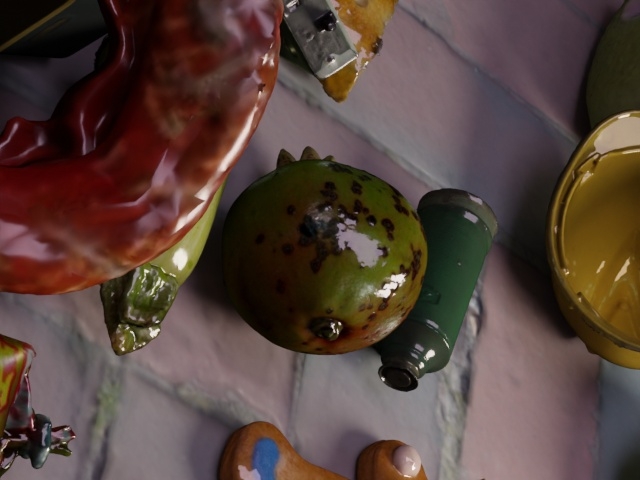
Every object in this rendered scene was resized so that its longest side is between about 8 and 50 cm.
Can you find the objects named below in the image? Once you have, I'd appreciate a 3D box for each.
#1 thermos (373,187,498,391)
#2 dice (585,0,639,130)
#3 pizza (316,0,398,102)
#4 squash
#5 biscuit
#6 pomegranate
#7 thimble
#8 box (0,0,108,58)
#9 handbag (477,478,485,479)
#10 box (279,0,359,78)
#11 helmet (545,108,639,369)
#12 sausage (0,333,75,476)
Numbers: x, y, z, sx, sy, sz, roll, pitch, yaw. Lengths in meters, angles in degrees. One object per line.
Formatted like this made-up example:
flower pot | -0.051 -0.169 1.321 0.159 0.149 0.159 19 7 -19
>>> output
thermos | 0.088 0.048 1.678 0.073 0.083 0.187 28 50 -5
dice | 0.428 -0.149 1.975 0.252 0.254 0.250 41 46 -22
pizza | -0.011 -0.294 1.737 0.182 0.074 0.365 -10 79 -49
squash | -0.132 -0.043 1.480 0.137 0.137 0.287 29 65 -33
biscuit | 0.052 0.246 1.555 0.324 0.049 0.205 24 54 -38
pomegranate | 0.000 0.000 1.555 0.159 0.159 0.205 33 25 -30
thimble | -0.209 -0.132 1.245 0.350 0.230 0.350 -1 94 -16
box | -0.204 -0.241 1.467 0.090 0.144 0.201 1 68 -49
handbag | 0.123 0.231 1.554 0.027 0.061 0.083 -32 96 -50
box | -0.080 -0.255 1.531 0.045 0.211 0.270 -36 120 -10
helmet | 0.295 0.023 1.841 0.205 0.140 0.257 14 56 0
sausage | -0.287 0.085 1.236 0.317 0.117 0.125 28 60 -33
